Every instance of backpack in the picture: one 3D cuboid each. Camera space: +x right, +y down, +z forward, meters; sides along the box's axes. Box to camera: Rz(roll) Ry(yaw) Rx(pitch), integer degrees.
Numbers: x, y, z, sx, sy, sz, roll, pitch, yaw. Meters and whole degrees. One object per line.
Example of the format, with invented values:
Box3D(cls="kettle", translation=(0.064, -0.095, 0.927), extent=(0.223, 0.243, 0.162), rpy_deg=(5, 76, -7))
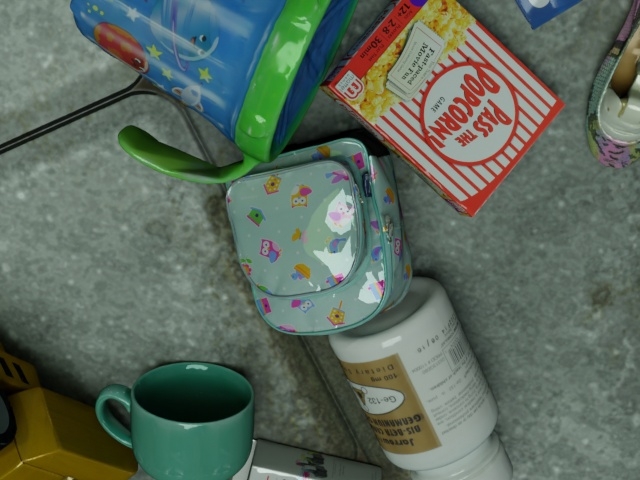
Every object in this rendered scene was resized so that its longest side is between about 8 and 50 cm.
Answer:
Box3D(cls="backpack", translation=(0.000, 0.000, 1.536), extent=(0.165, 0.144, 0.188), rpy_deg=(-12, 99, 19))

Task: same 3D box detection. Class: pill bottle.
Box3D(cls="pill bottle", translation=(0.110, 0.165, 1.628), extent=(0.131, 0.131, 0.229), rpy_deg=(-22, 110, 12))

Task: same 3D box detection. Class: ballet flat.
Box3D(cls="ballet flat", translation=(0.311, -0.163, 1.505), extent=(0.076, 0.079, 0.222), rpy_deg=(16, 113, -4))

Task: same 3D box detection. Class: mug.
Box3D(cls="mug", translation=(-0.145, 0.197, 1.667), extent=(0.157, 0.129, 0.097), rpy_deg=(23, 122, 38))

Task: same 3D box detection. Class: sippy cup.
Box3D(cls="sippy cup", translation=(-0.096, -0.221, 1.440), extent=(0.224, 0.240, 0.306), rpy_deg=(26, 78, 3))

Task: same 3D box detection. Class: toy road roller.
Box3D(cls="toy road roller", translation=(-0.373, 0.184, 1.658), extent=(0.202, 0.241, 0.329), rpy_deg=(-35, 144, 16))

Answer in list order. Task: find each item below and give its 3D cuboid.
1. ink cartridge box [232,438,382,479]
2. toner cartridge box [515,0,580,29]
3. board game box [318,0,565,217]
Box3D(cls="ink cartridge box", translation=(-0.032, 0.286, 1.725), extent=(0.181, 0.061, 0.104), rpy_deg=(13, 113, -2))
Box3D(cls="toner cartridge box", translation=(0.126, -0.366, 1.385), extent=(0.075, 0.165, 0.348), rpy_deg=(-30, 108, 14))
Box3D(cls="board game box", translation=(0.118, -0.140, 1.517), extent=(0.193, 0.045, 0.147), rpy_deg=(40, 85, -14))
